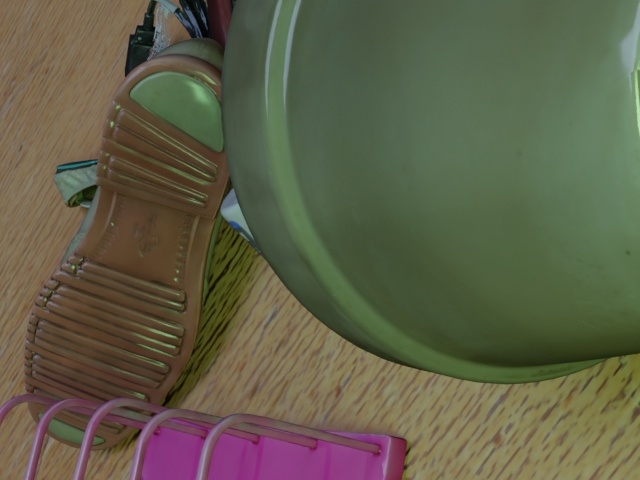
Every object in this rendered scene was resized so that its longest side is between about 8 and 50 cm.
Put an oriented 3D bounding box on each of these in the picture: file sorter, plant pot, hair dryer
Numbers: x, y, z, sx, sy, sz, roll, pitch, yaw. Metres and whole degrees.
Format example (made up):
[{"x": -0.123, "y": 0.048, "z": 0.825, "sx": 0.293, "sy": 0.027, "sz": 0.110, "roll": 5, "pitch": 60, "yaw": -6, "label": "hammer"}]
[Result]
[{"x": -0.115, "y": 0.223, "z": 0.953, "sx": 0.290, "sy": 0.182, "sz": 0.202, "roll": -5, "pitch": 71, "yaw": 47, "label": "file sorter"}, {"x": 0.144, "y": -0.071, "z": 0.630, "sx": 0.280, "sy": 0.323, "sz": 0.323, "roll": 13, "pitch": 84, "yaw": 67, "label": "plant pot"}, {"x": -0.081, "y": -0.240, "z": 1.199, "sx": 0.223, "sy": 0.080, "sz": 0.294, "roll": 39, "pitch": 119, "yaw": 45, "label": "hair dryer"}]

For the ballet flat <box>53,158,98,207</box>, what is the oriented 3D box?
[{"x": -0.205, "y": -0.061, "z": 1.281, "sx": 0.168, "sy": 0.057, "sz": 0.052, "roll": -7, "pitch": 97, "yaw": 50, "label": "ballet flat"}]

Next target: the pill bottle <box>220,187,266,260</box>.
[{"x": 0.000, "y": 0.000, "z": 0.944, "sx": 0.078, "sy": 0.137, "sz": 0.078, "roll": -40, "pitch": 16, "yaw": 14, "label": "pill bottle"}]

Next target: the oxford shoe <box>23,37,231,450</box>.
[{"x": -0.150, "y": 0.009, "z": 1.135, "sx": 0.146, "sy": 0.140, "sz": 0.397, "roll": -74, "pitch": 9, "yaw": -65, "label": "oxford shoe"}]
